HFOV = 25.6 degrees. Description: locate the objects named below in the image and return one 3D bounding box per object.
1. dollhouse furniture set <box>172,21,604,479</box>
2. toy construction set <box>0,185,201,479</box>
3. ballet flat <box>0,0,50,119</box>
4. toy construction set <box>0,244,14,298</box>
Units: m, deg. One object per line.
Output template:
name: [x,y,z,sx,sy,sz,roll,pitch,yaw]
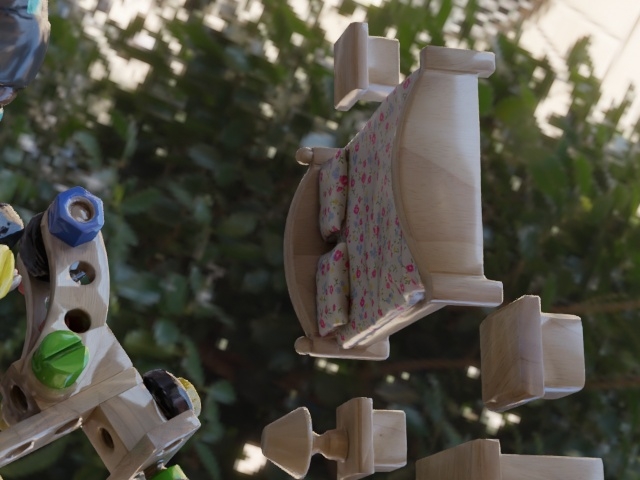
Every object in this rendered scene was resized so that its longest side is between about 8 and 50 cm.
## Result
dollhouse furniture set: [0.000,0.000,0.743,0.303,0.173,0.356,138,-46,-68]
toy construction set: [-0.231,0.138,0.996,0.309,0.237,0.257,-39,175,25]
ballet flat: [-0.215,-0.116,0.478,0.095,0.280,0.096,-21,125,-78]
toy construction set: [-0.259,0.090,0.609,0.327,0.151,0.215,8,91,-64]
